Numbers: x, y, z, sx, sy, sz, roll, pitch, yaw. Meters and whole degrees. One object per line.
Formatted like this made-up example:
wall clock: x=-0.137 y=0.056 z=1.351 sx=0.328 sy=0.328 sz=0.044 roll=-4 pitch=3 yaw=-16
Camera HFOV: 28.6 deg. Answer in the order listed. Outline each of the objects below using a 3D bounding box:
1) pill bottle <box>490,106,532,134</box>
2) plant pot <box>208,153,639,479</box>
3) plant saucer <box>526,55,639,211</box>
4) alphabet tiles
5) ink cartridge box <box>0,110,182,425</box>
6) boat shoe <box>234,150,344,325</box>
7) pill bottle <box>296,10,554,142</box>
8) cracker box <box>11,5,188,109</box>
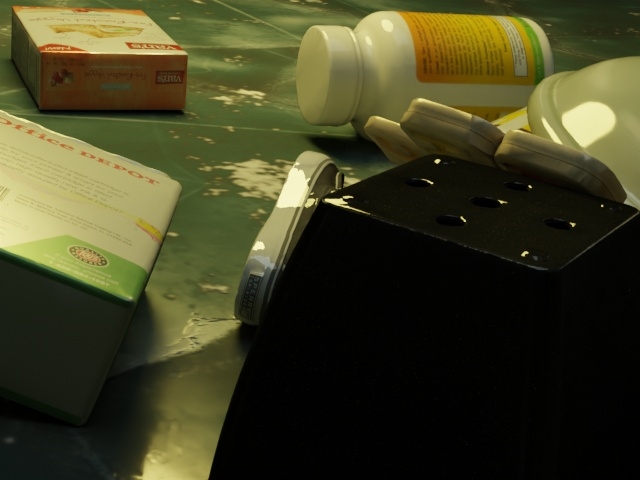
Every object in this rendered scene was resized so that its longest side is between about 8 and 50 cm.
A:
pill bottle: x=0.186 y=-0.054 z=1.053 sx=0.117 sy=0.117 sz=0.215 roll=18 pitch=23 yaw=27
plant pot: x=0.073 y=0.057 z=0.654 sx=0.188 sy=0.166 sz=0.188 roll=18 pitch=24 yaw=29
plant saucer: x=0.356 y=-0.049 z=0.953 sx=0.401 sy=0.100 sz=0.400 roll=21 pitch=28 yaw=-12
alphabet tiles: x=0.162 y=0.001 z=0.807 sx=0.278 sy=0.021 sz=0.284 roll=25 pitch=-10 yaw=38
ink cartridge box: x=-0.181 y=0.005 z=0.773 sx=0.154 sy=0.093 sz=0.212 roll=22 pitch=21 yaw=-7
boat shoe: x=0.000 y=0.000 z=0.913 sx=0.076 sy=0.080 sz=0.228 roll=15 pitch=22 yaw=5
pill bottle: x=0.106 y=-0.168 z=1.304 sx=0.246 sy=0.136 sz=0.136 roll=-1 pitch=22 yaw=-21
cracker box: x=-0.251 y=-0.206 z=1.391 sx=0.156 sy=0.067 sz=0.232 roll=-2 pitch=23 yaw=-21
